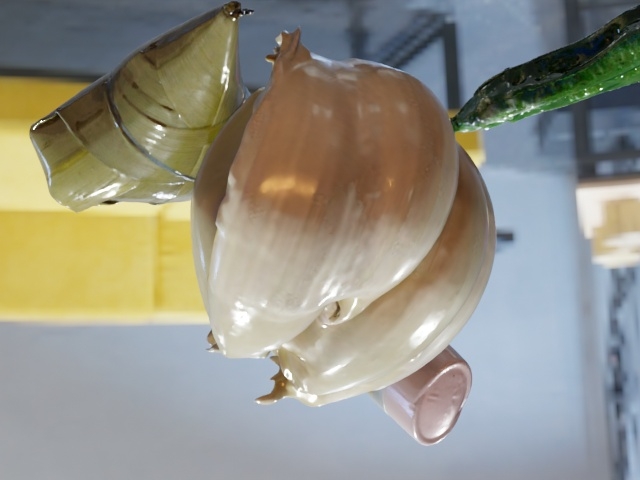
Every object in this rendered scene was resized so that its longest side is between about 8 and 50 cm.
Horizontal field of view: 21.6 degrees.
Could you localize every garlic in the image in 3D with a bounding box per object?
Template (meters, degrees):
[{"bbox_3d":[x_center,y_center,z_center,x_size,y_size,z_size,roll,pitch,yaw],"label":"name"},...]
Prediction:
[{"bbox_3d":[0.014,0.005,0.981,0.184,0.203,0.281,20,177,-9],"label":"garlic"}]

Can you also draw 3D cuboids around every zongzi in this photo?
[{"bbox_3d":[-0.078,-0.121,1.352,0.228,0.115,0.256,-8,155,-51],"label":"zongzi"}]

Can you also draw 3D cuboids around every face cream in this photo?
[{"bbox_3d":[0.049,0.086,1.395,0.057,0.084,0.198,4,-157,-34],"label":"face cream"}]

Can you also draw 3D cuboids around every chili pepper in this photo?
[{"bbox_3d":[0.206,-0.135,1.400,0.226,0.059,0.088,-23,164,23],"label":"chili pepper"}]
